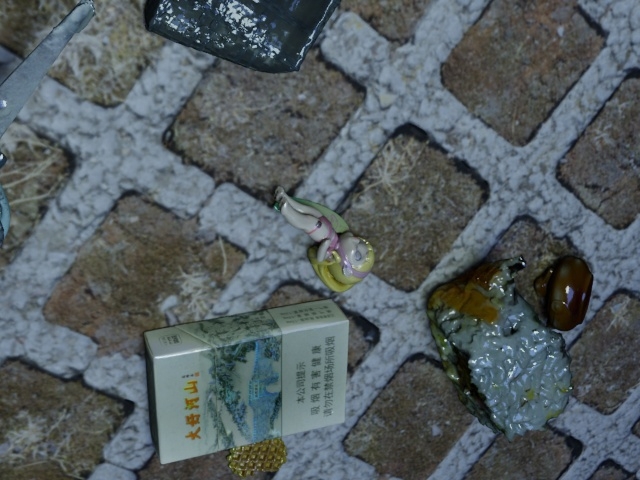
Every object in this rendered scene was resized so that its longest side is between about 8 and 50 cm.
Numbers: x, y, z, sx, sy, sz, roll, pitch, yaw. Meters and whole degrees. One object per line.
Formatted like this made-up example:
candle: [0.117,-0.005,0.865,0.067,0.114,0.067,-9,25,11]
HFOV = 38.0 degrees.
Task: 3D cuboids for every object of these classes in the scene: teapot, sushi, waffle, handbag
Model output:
teapot: [0.349,0.079,1.351,0.098,0.078,0.129,-56,151,-38]
sushi: [0.237,0.145,1.262,0.139,0.184,0.274,-31,122,-8]
waffle: [-0.089,0.301,1.299,0.085,0.016,0.078,-22,117,-13]
handbag: [-0.054,-0.301,0.981,0.175,0.089,0.270,29,101,-25]

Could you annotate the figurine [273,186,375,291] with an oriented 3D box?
figurine: [0.000,0.000,1.159,0.083,0.083,0.187,-47,130,4]

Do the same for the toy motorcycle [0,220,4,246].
toy motorcycle: [-0.460,0.045,0.939,0.298,0.089,0.171,-42,139,18]

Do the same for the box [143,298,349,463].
box: [-0.093,0.179,1.204,0.256,0.069,0.164,-9,118,-20]

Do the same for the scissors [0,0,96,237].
scissors: [-0.330,-0.108,0.910,0.360,0.029,0.191,-40,131,25]
